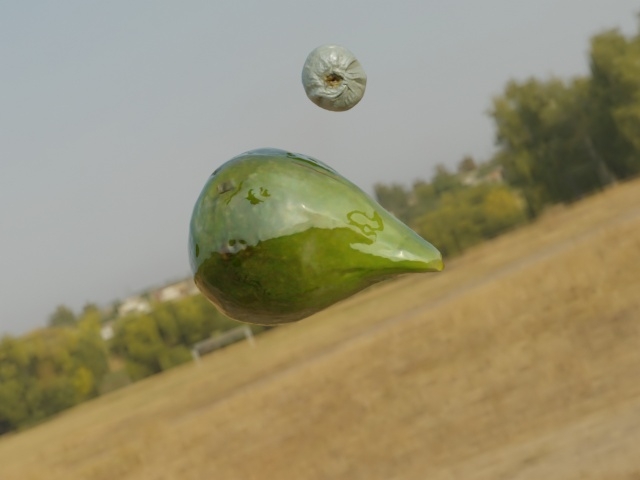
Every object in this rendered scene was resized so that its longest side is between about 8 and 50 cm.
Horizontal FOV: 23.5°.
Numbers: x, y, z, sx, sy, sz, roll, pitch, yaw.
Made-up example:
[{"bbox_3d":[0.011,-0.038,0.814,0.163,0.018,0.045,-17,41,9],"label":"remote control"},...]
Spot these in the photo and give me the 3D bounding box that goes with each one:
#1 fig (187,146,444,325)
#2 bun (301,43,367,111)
[{"bbox_3d":[0.000,0.000,1.673,0.275,0.206,0.206,11,13,23],"label":"fig"},{"bbox_3d":[0.015,-0.191,1.826,0.083,0.083,0.045,-21,12,3],"label":"bun"}]
